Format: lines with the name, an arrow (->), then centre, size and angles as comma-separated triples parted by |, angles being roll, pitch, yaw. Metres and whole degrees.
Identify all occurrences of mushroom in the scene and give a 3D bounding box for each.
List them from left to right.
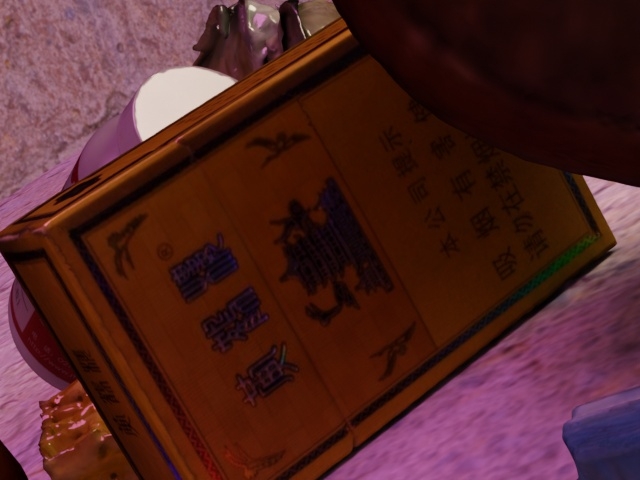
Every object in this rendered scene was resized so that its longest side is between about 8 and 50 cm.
mushroom -> -0.008, -0.060, 1.274 | 0.164, 0.189, 0.267 | -4, -34, -35

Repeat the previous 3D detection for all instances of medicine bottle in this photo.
medicine bottle -> -0.121, -0.001, 1.183 | 0.131, 0.131, 0.250 | -41, -9, -43

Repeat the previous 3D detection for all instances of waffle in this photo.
waffle -> -0.073, 0.087, 1.089 | 0.211, 0.055, 0.160 | -30, 12, -5

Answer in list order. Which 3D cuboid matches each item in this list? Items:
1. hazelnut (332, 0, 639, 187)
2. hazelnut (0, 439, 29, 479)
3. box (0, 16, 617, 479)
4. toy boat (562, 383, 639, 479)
hazelnut -> 0.192, -0.198, 0.803 | 0.421, 0.352, 0.421 | -27, -16, -8
hazelnut -> -0.244, 0.175, 0.881 | 0.208, 0.208, 0.208 | -27, 13, 7
box -> 0.000, 0.000, 0.958 | 0.301, 0.192, 0.084 | -35, 12, -26
toy boat -> 0.176, 0.065, 0.561 | 0.215, 0.088, 0.102 | -18, 12, 44
